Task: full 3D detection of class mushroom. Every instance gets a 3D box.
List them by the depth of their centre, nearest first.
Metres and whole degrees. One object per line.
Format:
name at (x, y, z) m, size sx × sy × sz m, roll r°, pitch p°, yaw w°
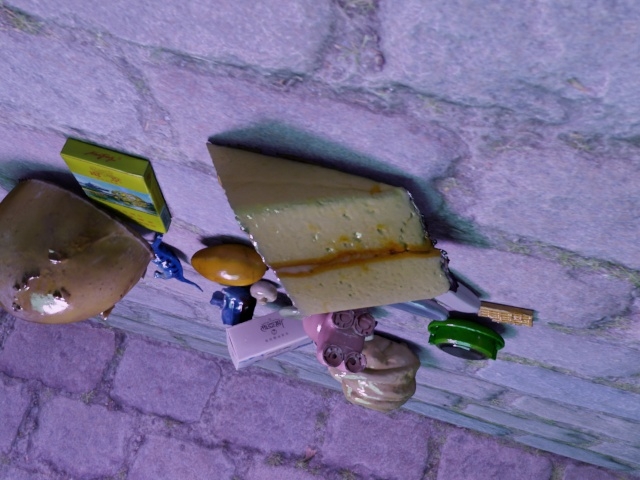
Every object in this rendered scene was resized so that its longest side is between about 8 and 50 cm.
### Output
mushroom at (-0.168, 0.156, 2.015) m, size 0.083 × 0.067 × 0.083 m, roll 9°, pitch 155°, yaw 4°

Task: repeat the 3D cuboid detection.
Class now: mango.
mango at (-0.248, 0.060, 1.774) m, size 0.227 × 0.109 × 0.147 m, roll 5°, pitch -179°, yaw 28°

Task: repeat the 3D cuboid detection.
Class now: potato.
potato at (-0.691, 0.065, 1.758) m, size 0.442 × 0.319 × 0.385 m, roll 10°, pitch 152°, yaw 44°

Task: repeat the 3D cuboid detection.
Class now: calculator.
calculator at (0.172, 0.134, 1.669) m, size 0.299 × 0.041 × 0.185 m, roll 19°, pitch 170°, yaw 18°

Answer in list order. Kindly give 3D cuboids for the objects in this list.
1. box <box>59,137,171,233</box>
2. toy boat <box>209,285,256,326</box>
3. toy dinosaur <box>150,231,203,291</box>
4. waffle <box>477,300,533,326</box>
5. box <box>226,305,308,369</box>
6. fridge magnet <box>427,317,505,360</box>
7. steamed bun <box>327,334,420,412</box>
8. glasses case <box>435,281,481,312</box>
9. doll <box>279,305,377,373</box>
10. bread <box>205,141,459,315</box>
box at (-0.460, -0.117, 1.567) m, size 0.187 × 0.047 × 0.335 m, roll 17°, pitch 159°, yaw 3°
toy boat at (-0.283, 0.201, 2.137) m, size 0.142 × 0.129 × 0.309 m, roll 22°, pitch 160°, yaw 4°
toy dinosaur at (-0.463, 0.056, 1.988) m, size 0.144 × 0.076 × 0.329 m, roll 9°, pitch 148°, yaw 21°
waffle at (0.449, 0.181, 1.648) m, size 0.135 × 0.021 × 0.092 m, roll 9°, pitch 158°, yaw 21°
box at (-0.150, 0.299, 2.120) m, size 0.274 × 0.116 × 0.203 m, roll -18°, pitch 164°, yaw -14°
fridge magnet at (0.387, 0.262, 1.814) m, size 0.208 × 0.088 × 0.208 m, roll 15°, pitch 160°, yaw 6°
steamed bun at (0.167, 0.443, 2.279) m, size 0.324 × 0.230 × 0.372 m, roll 16°, pitch 162°, yaw 11°
glasses case at (0.298, 0.119, 1.567) m, size 0.197 × 0.049 × 0.076 m, roll 32°, pitch 157°, yaw -35°
doll at (0.031, 0.247, 1.888) m, size 0.284 × 0.216 × 0.268 m, roll 21°, pitch 166°, yaw -18°
bread at (0.031, -0.037, 1.297) m, size 0.405 × 0.242 × 0.346 m, roll -14°, pitch 137°, yaw -2°
